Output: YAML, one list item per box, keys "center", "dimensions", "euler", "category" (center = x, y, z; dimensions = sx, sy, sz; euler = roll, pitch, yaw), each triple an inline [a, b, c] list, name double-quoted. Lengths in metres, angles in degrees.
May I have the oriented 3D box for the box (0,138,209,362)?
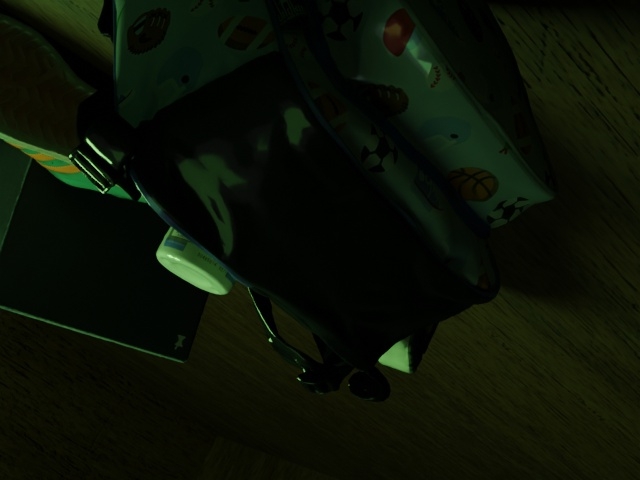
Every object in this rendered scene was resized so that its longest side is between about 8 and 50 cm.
- center: [-0.315, -0.005, 1.667]
  dimensions: [0.294, 0.182, 0.296]
  euler: [14, 174, 42]
  category: "box"

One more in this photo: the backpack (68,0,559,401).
- center: [-0.007, -0.093, 0.832]
  dimensions: [0.276, 0.213, 0.263]
  euler: [50, -168, -47]
  category: "backpack"

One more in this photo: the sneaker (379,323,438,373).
- center: [0.000, 0.000, 1.258]
  dimensions: [0.182, 0.158, 0.410]
  euler: [17, 162, 17]
  category: "sneaker"

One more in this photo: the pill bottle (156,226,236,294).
- center: [-0.087, -0.026, 1.377]
  dimensions: [0.078, 0.137, 0.078]
  euler: [26, 165, 7]
  category: "pill bottle"

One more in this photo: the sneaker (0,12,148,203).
- center: [-0.261, -0.116, 1.432]
  dimensions: [0.302, 0.108, 0.121]
  euler: [31, 161, -19]
  category: "sneaker"
